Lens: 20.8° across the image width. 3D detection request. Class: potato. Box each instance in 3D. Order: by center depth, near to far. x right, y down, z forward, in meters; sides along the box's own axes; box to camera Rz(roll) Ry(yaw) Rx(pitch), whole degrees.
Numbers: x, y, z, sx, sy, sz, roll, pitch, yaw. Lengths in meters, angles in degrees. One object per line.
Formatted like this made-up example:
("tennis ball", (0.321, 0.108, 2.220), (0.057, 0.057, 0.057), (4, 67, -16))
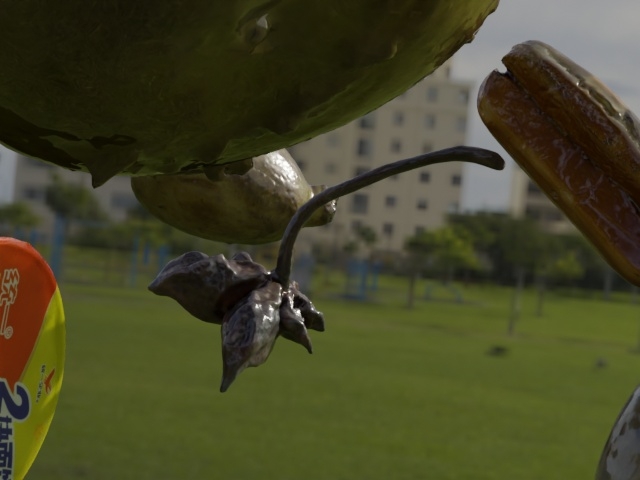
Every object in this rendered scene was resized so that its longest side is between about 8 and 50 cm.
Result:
("potato", (-0.049, -0.222, 0.870), (0.385, 0.442, 0.319), (27, 16, -9))

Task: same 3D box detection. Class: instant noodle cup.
("instant noodle cup", (-0.297, 0.080, 1.144), (0.174, 0.213, 0.213), (15, 3, 24))

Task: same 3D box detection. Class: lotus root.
("lotus root", (-0.085, -0.056, 1.660), (0.214, 0.138, 0.138), (22, -3, -8))

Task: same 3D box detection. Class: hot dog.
("hot dog", (0.209, -0.052, 1.292), (0.236, 0.092, 0.062), (53, 18, 19))

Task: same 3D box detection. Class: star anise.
("star anise", (0.000, 0.000, 1.349), (0.218, 0.227, 0.148), (19, 27, -10))

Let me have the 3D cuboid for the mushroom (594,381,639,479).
("mushroom", (0.190, 0.108, 0.635), (0.206, 0.206, 0.209), (5, -4, 41))
